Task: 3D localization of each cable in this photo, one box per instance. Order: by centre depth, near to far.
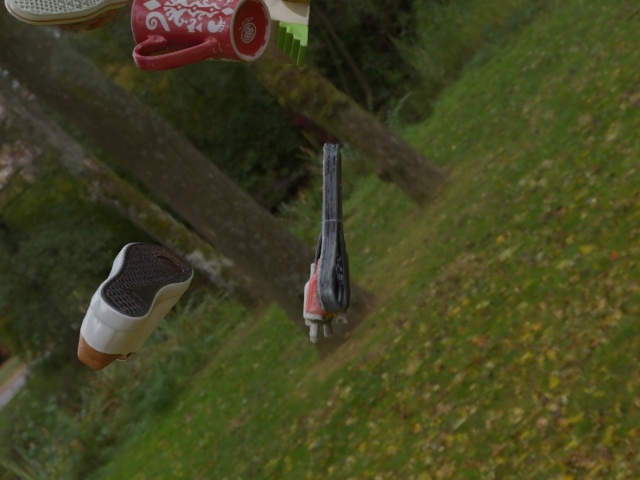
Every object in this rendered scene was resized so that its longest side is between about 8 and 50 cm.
[{"bbox_3d":[0.000,0.000,1.315,0.072,0.287,0.139,-6,-6,9],"label":"cable"}]

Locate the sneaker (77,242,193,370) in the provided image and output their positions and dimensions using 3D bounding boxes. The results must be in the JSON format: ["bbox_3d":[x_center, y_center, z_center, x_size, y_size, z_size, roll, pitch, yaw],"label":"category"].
[{"bbox_3d":[-0.269,0.090,1.305,0.123,0.105,0.290,-59,-2,18],"label":"sneaker"}]

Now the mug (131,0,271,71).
[{"bbox_3d":[-0.167,-0.283,1.286,0.169,0.113,0.150,13,80,30],"label":"mug"}]

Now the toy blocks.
[{"bbox_3d":[-0.148,-0.453,1.590,0.191,0.260,0.382,105,170,-56],"label":"toy blocks"}]

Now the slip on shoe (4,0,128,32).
[{"bbox_3d":[-0.467,-0.430,1.723,0.101,0.123,0.331,-51,-1,25],"label":"slip on shoe"}]
